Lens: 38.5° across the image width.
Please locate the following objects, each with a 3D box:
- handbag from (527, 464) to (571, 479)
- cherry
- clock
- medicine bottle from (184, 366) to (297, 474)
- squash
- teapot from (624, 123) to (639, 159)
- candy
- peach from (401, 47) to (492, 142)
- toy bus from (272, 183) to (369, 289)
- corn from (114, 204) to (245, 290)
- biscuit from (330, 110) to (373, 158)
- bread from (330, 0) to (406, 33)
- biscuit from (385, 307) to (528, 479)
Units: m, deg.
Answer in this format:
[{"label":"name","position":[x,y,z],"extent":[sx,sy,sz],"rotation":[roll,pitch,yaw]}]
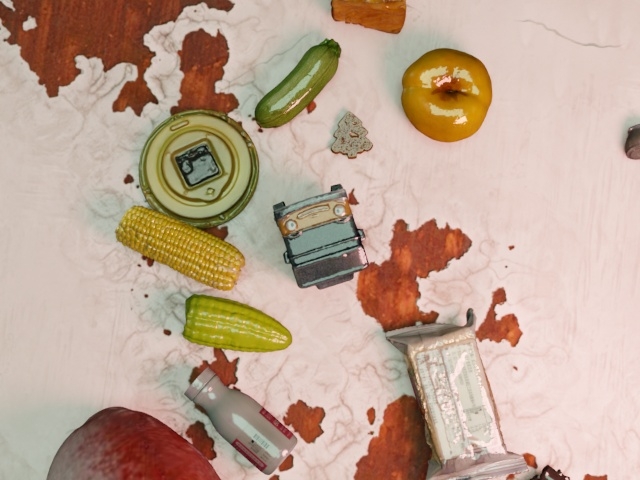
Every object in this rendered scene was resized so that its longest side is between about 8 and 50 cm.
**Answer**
[{"label":"handbag","position":[0.407,0.578,1.650],"extent":[0.257,0.113,0.285],"rotation":[44,94,9]},{"label":"cherry","position":[-0.336,0.471,1.589],"extent":[0.335,0.291,0.326],"rotation":[34,97,21]},{"label":"clock","position":[-0.233,-0.138,1.738],"extent":[0.237,0.057,0.236],"rotation":[0,84,0]},{"label":"medicine bottle","position":[-0.148,0.328,1.682],"extent":[0.217,0.090,0.090],"rotation":[41,87,4]},{"label":"squash","position":[-0.039,-0.294,1.742],"extent":[0.219,0.068,0.077],"rotation":[-49,55,-4]},{"label":"teapot","position":[0.617,-0.189,1.741],"extent":[0.088,0.066,0.057],"rotation":[5,67,-21]},{"label":"candy","position":[-0.153,0.161,1.697],"extent":[0.210,0.097,0.096],"rotation":[14,86,-4]},{"label":"peach","position":[0.235,-0.274,1.724],"extent":[0.179,0.103,0.179],"rotation":[0,84,-3]},{"label":"toy bus","position":[0.000,0.000,1.616],"extent":[0.139,0.275,0.167],"rotation":[-17,87,-1]},{"label":"corn","position":[-0.258,0.013,1.706],"extent":[0.244,0.093,0.093],"rotation":[24,86,2]},{"label":"biscuit","position":[0.057,-0.202,1.761],"extent":[0.082,0.016,0.092],"rotation":[-8,84,5]},{"label":"bread","position":[0.094,-0.480,1.716],"extent":[0.143,0.158,0.148],"rotation":[6,90,-1]},{"label":"biscuit","position":[0.240,0.292,1.670],"extent":[0.186,0.079,0.309],"rotation":[-17,83,2]}]
